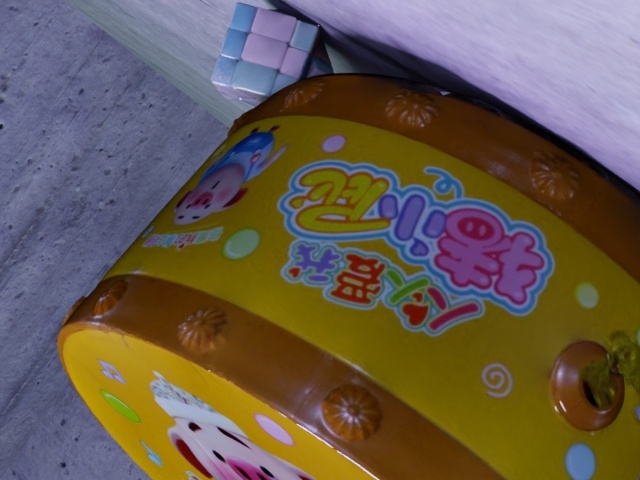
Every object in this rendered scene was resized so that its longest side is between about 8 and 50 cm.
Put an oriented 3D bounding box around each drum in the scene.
[{"bbox_3d":[0.050,0.114,0.698,0.431,0.214,0.431,30,153,17],"label":"drum"}]

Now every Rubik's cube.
[{"bbox_3d":[-0.030,-0.121,0.751,0.084,0.075,0.073,34,178,7],"label":"Rubik's cube"}]
